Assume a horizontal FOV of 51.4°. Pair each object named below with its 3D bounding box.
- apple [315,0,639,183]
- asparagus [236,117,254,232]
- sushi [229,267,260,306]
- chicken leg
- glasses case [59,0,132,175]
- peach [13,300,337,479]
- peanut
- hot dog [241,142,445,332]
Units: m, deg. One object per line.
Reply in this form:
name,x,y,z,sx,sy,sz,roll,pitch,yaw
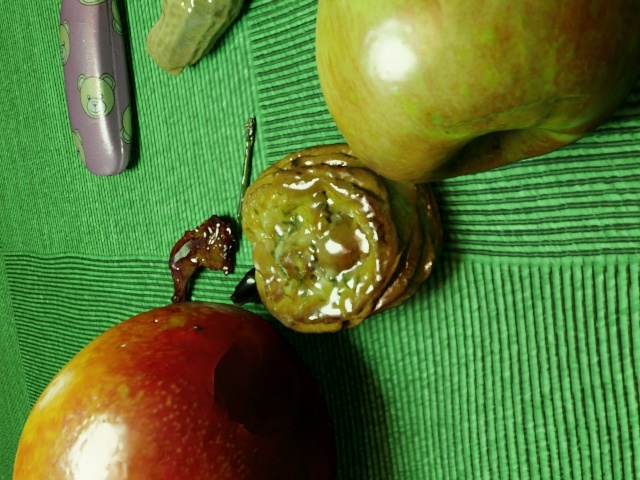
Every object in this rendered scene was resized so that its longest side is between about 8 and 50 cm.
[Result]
apple,0.115,-0.171,0.508,0.246,0.246,0.226,-21,77,46
asparagus,-0.102,-0.085,0.902,0.016,0.013,0.166,22,116,28
sushi,-0.091,0.067,0.903,0.083,0.046,0.044,-44,69,41
chicken leg,-0.184,0.029,0.989,0.205,0.053,0.093,-33,91,48
glasses case,-0.362,-0.261,1.073,0.123,0.076,0.316,8,105,43
peach,-0.157,0.252,0.796,0.388,0.388,0.388,13,109,43
peanut,-0.170,-0.287,0.865,0.194,0.093,0.083,-32,37,42
hot dog,0.000,0.000,0.745,0.272,0.122,0.196,-15,91,44
